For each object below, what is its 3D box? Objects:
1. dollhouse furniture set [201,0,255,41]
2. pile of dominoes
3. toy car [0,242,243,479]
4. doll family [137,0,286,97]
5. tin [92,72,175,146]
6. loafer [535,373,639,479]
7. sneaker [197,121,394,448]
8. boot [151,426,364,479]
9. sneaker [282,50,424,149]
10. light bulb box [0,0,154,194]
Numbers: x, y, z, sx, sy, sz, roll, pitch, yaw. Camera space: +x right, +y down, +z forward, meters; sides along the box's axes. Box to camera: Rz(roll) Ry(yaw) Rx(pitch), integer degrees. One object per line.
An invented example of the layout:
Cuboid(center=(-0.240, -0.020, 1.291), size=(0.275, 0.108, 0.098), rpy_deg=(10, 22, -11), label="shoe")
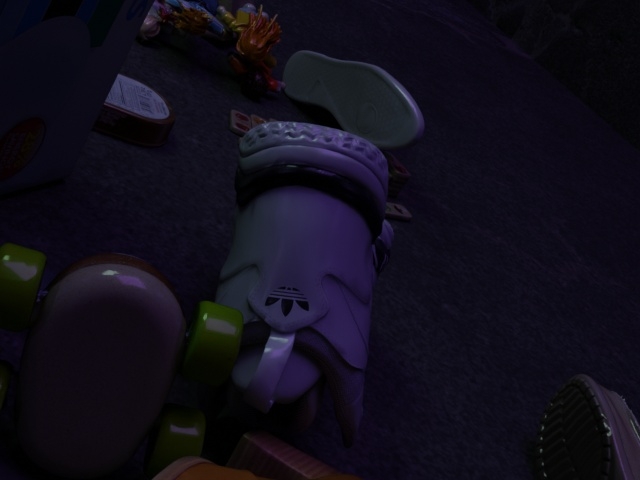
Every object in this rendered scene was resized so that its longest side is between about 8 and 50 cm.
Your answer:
Cuboid(center=(-0.225, -0.412, 1.549), size=(0.242, 0.160, 0.212), rpy_deg=(14, 20, 15), label="dollhouse furniture set")
Cuboid(center=(0.004, -0.111, 1.306), size=(0.251, 0.040, 0.196), rpy_deg=(10, 32, -41), label="pile of dominoes")
Cuboid(center=(-0.150, 0.059, 0.694), size=(0.155, 0.148, 0.188), rpy_deg=(17, 15, -14), label="toy car")
Cuboid(center=(-0.146, -0.301, 1.393), size=(0.263, 0.118, 0.163), rpy_deg=(26, 25, -14), label="doll family")
Cuboid(center=(-0.249, -0.160, 1.107), size=(0.190, 0.040, 0.106), rpy_deg=(18, 23, -28), label="tin")
Cuboid(center=(0.273, 0.237, 0.897), size=(0.092, 0.102, 0.268), rpy_deg=(21, 35, -26), label="loafer")
Cuboid(center=(-0.020, 0.058, 0.827), size=(0.138, 0.210, 0.366), rpy_deg=(10, -15, 4), label="sneaker")
Cuboid(center=(-0.006, 0.214, 0.581), size=(0.211, 0.104, 0.295), rpy_deg=(31, 17, 14), label="boot")
Cuboid(center=(0.083, -0.196, 1.432), size=(0.147, 0.104, 0.296), rpy_deg=(7, 17, -39), label="sneaker")
Cuboid(center=(-0.303, -0.215, 0.749), size=(0.225, 0.358, 0.361), rpy_deg=(39, 26, 11), label="light bulb box")
